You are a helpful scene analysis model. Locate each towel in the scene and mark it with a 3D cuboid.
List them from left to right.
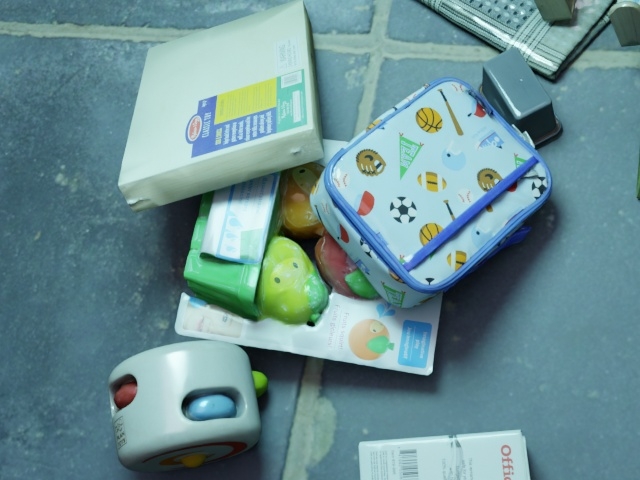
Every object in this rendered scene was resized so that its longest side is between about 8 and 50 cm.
[{"bbox_3d":[0.331,-0.439,1.400,0.312,0.056,0.324,39,83,24],"label":"towel"}]

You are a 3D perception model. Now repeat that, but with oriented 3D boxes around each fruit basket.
[{"bbox_3d":[0.000,0.000,1.268,0.353,0.165,0.326,7,70,12],"label":"fruit basket"}]

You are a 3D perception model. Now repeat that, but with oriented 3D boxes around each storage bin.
[{"bbox_3d":[0.275,-0.202,1.308,0.098,0.091,0.135,-27,65,4],"label":"storage bin"}]

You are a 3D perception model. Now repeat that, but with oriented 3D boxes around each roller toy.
[{"bbox_3d":[-0.181,0.228,1.214,0.209,0.191,0.146,-16,68,8],"label":"roller toy"}]

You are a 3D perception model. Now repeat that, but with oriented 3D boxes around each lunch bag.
[{"bbox_3d":[0.157,-0.066,1.213,0.303,0.115,0.243,-37,81,-25],"label":"lunch bag"}]

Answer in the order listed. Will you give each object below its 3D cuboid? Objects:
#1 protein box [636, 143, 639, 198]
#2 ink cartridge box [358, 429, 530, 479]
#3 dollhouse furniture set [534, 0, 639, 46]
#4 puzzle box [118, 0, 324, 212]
[{"bbox_3d":[0.517,-0.142,1.162,0.201,0.200,0.135,5,73,16],"label":"protein box"},{"bbox_3d":[0.160,0.324,1.146,0.209,0.087,0.153,-7,69,13],"label":"ink cartridge box"},{"bbox_3d":[0.400,-0.392,1.224,0.242,0.161,0.212,1,67,31],"label":"dollhouse furniture set"},{"bbox_3d":[-0.139,-0.209,1.335,0.272,0.052,0.408,-15,37,9],"label":"puzzle box"}]
